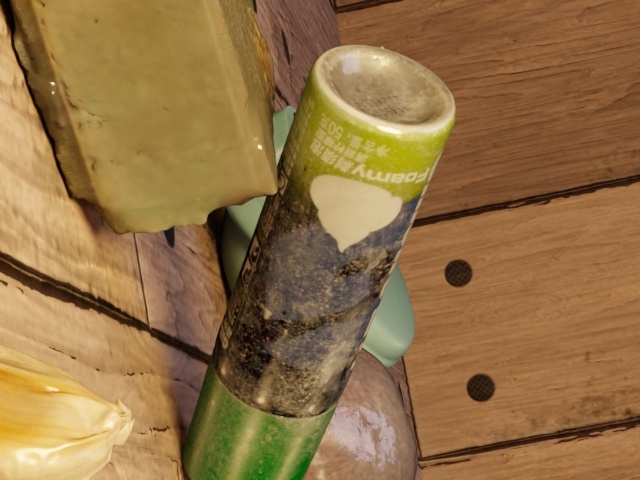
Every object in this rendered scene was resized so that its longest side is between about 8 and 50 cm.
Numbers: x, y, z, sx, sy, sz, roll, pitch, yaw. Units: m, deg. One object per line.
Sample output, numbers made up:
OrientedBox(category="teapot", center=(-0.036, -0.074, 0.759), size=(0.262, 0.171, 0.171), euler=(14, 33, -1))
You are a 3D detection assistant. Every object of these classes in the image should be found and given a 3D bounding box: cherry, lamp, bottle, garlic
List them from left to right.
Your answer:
OrientedBox(category="garlic", center=(-0.130, 0.076, 0.791), size=(0.074, 0.094, 0.113), euler=(-61, -164, 20))
OrientedBox(category="lamp", center=(-0.011, 0.005, 1.639), size=(0.209, 0.147, 0.284), euler=(-102, 176, -51))
OrientedBox(category="bottle", center=(-0.008, 0.034, 1.228), size=(0.093, 0.093, 0.330), euler=(-94, -161, -52))
OrientedBox(category="cherry", center=(-0.003, 0.159, 1.508), size=(0.176, 0.140, 0.176), euler=(40, 38, -40))

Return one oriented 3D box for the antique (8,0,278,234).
OrientedBox(category="antique", center=(-0.114, -0.152, 1.108), size=(0.150, 0.125, 0.284), euler=(-95, 171, -46))
